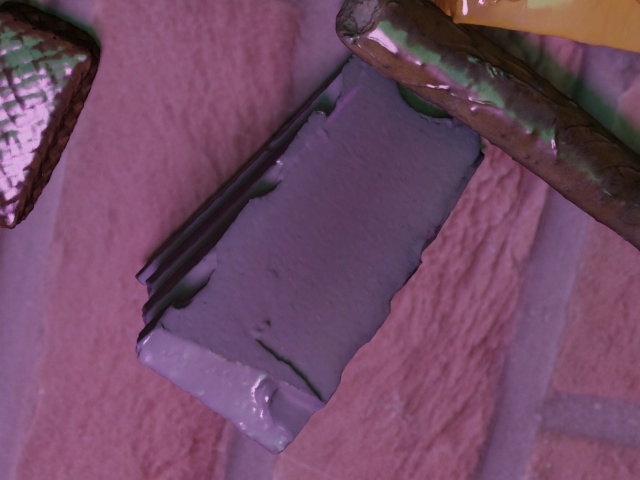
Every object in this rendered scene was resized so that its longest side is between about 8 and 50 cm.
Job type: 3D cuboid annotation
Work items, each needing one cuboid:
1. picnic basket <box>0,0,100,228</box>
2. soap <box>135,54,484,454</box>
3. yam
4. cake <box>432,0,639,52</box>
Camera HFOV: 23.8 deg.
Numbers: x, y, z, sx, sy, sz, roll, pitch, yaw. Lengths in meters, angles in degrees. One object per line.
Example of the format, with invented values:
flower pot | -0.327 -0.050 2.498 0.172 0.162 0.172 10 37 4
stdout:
picnic basket | -0.269 -0.103 1.302 0.110 0.055 0.193 25 105 -9
soap | 0.000 0.000 1.236 0.159 0.258 0.302 42 99 -11
yam | 0.178 -0.103 1.310 0.372 0.083 0.083 32 102 -12
cake | 0.209 -0.263 1.157 0.228 0.286 0.222 8 105 -5
